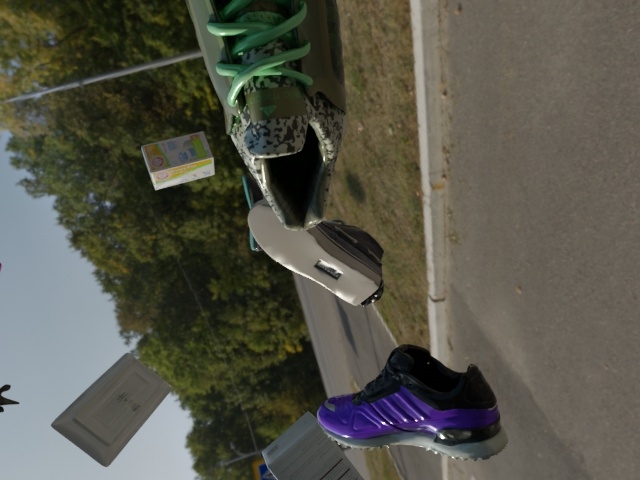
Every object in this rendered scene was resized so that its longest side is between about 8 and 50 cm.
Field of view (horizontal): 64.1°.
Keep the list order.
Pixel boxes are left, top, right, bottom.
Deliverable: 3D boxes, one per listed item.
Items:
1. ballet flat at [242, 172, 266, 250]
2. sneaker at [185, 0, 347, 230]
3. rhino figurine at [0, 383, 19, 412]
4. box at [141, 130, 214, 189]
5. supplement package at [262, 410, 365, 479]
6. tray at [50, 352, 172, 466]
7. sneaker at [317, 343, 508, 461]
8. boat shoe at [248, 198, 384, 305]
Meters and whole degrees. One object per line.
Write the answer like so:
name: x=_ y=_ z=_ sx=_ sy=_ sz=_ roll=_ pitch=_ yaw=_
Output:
ballet flat: x=-0.146 y=-0.071 z=1.247 sx=0.074 sy=0.074 sz=0.203 roll=-120 pitch=23 yaw=-63
sneaker: x=-0.037 y=-0.158 z=0.421 sx=0.410 sy=0.158 sz=0.182 roll=71 pitch=-174 yaw=-54
rhino figurine: x=-0.695 y=0.290 z=0.967 sx=0.106 sy=0.243 sz=0.073 roll=113 pitch=164 yaw=-69
box: x=-0.458 y=-0.258 z=1.654 sx=0.103 sy=0.203 sz=0.114 roll=107 pitch=142 yaw=-62
supplement package: x=0.009 y=0.501 z=1.056 sx=0.244 sy=0.134 sz=0.139 roll=52 pitch=165 yaw=2
tray: x=-0.441 y=0.354 z=1.126 sx=0.145 sy=0.030 sz=0.270 roll=39 pitch=-156 yaw=-2
sneaker: x=0.116 y=0.223 z=0.755 sx=0.102 sy=0.293 sz=0.146 roll=-25 pitch=-77 yaw=-55
boat shoe: x=0.000 y=0.000 z=1.147 sx=0.340 sy=0.127 sz=0.158 roll=38 pitch=-147 yaw=-13
